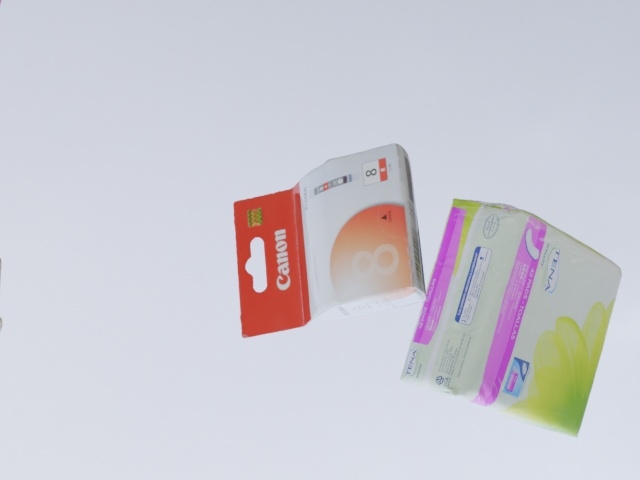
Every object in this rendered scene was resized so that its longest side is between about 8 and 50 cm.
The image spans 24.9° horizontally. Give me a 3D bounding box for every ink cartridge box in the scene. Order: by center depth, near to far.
[{"bbox_3d":[0.000,0.000,1.309,0.045,0.179,0.145,49,-148,-61],"label":"ink cartridge box"}]

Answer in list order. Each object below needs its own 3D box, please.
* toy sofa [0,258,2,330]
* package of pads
[{"bbox_3d":[-0.569,0.127,1.838,0.150,0.177,0.362,14,-160,21],"label":"toy sofa"},{"bbox_3d":[0.230,0.089,1.688,0.101,0.229,0.296,12,172,39],"label":"package of pads"}]
